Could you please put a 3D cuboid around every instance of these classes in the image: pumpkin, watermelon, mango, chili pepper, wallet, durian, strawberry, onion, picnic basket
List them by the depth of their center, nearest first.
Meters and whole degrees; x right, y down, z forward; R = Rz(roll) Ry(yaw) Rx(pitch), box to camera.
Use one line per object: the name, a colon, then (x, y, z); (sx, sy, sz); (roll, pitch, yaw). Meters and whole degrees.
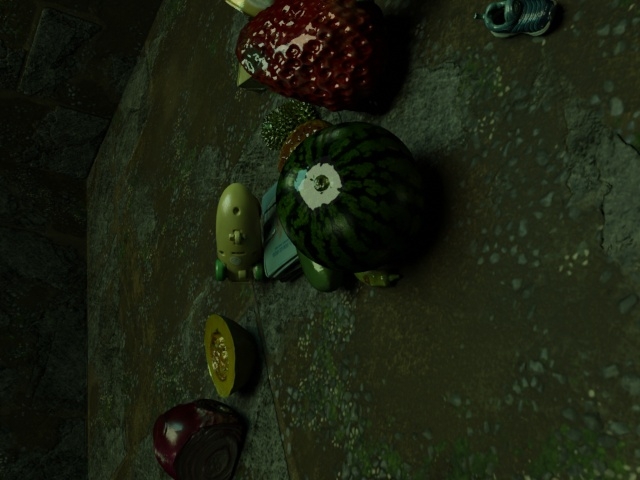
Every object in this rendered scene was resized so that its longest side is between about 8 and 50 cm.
watermelon: (0.058, -0.081, 1.268); (0.285, 0.285, 0.284); (-29, 55, 52)
chili pepper: (0.090, 0.058, 1.384); (0.208, 0.043, 0.048); (32, 119, 58)
strawberry: (0.004, -0.426, 1.458); (0.292, 0.310, 0.291); (-39, 42, 48)
mango: (0.000, 0.000, 1.466); (0.156, 0.114, 0.250); (94, 160, -64)
wallet: (-0.074, -0.037, 1.661); (0.176, 0.075, 0.250); (-37, 47, 42)
onion: (-0.330, 0.508, 1.738); (0.207, 0.206, 0.216); (25, 99, 59)
pumpkin: (-0.225, 0.295, 1.762); (0.217, 0.110, 0.217); (2, 92, 55)
durian: (-0.094, -0.301, 1.763); (0.221, 0.096, 0.137); (10, 102, 48)
picnic basket: (-0.176, -0.514, 2.002); (0.164, 0.080, 0.115); (-10, 72, 58)

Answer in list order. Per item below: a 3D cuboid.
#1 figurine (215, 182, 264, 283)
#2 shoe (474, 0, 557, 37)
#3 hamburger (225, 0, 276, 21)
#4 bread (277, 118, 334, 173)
figurine: (-0.204, -0.029, 1.735); (0.324, 0.124, 0.222); (93, 177, -48)
shoe: (0.329, -0.377, 1.128); (0.143, 0.071, 0.063); (18, 95, 55)
hamburger: (-0.139, -0.685, 1.809); (0.186, 0.261, 0.302); (-61, -4, 26)
bread: (-0.021, -0.201, 1.605); (0.193, 0.064, 0.193); (-18, 60, 33)
